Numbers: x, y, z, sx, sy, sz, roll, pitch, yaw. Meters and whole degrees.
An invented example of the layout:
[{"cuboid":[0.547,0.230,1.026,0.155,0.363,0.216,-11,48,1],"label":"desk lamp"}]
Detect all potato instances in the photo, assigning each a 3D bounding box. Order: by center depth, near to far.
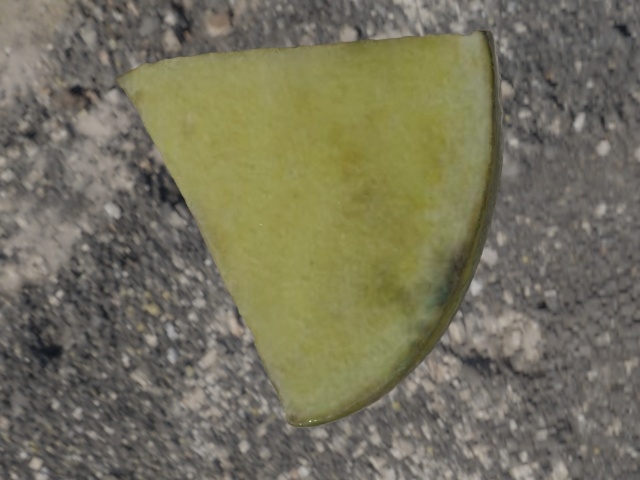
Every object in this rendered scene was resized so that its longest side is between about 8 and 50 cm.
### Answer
[{"cuboid":[0.000,0.000,0.928,0.269,0.112,0.255,-3,82,20],"label":"potato"}]
